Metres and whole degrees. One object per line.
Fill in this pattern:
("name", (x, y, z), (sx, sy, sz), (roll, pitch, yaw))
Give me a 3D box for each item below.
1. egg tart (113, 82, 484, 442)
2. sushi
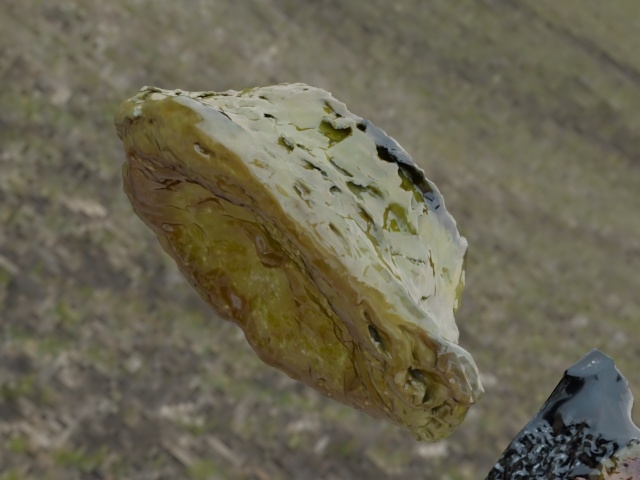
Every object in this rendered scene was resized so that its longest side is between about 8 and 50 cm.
("egg tart", (-0.002, 0.000, 1.376), (0.341, 0.129, 0.341), (42, -18, 17))
("sushi", (0.210, 0.215, 1.498), (0.150, 0.172, 0.153), (34, -26, 46))
